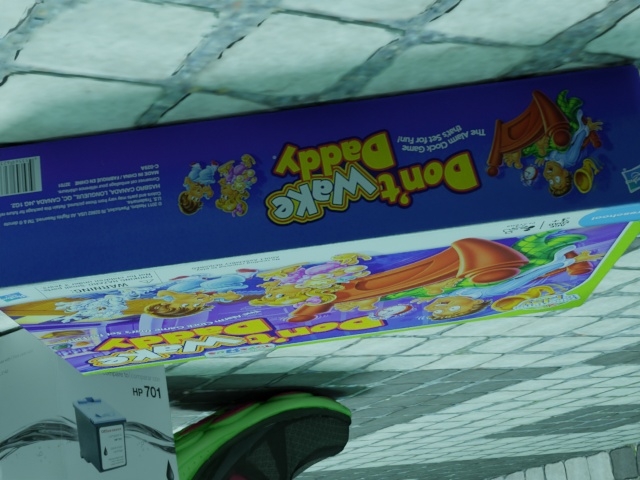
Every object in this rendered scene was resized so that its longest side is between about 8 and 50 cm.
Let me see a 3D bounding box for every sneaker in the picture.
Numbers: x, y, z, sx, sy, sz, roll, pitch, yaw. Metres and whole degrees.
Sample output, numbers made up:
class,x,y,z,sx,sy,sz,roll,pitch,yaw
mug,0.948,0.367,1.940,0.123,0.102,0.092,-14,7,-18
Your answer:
class,x,y,z,sx,sy,sz,roll,pitch,yaw
sneaker,-0.127,0.322,1.347,0.185,0.202,0.483,-24,-178,43

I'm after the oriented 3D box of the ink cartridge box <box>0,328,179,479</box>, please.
class,x,y,z,sx,sy,sz,roll,pitch,yaw
ink cartridge box,-0.196,0.172,0.974,0.082,0.191,0.139,-19,160,30

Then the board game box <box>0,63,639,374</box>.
class,x,y,z,sx,sy,sz,roll,pitch,yaw
board game box,0.000,0.000,0.689,0.347,0.078,0.233,-8,163,0
